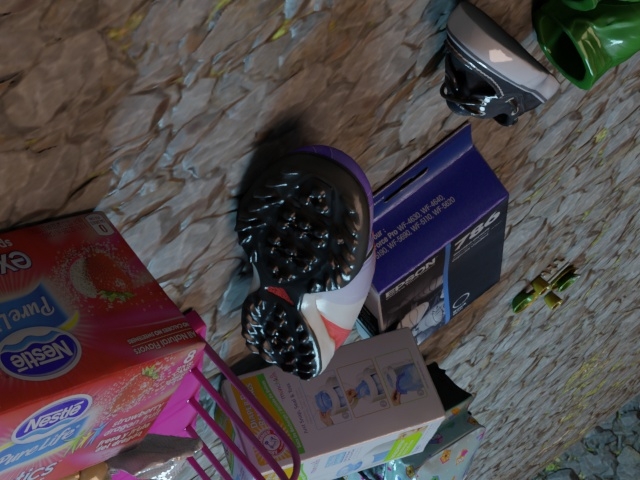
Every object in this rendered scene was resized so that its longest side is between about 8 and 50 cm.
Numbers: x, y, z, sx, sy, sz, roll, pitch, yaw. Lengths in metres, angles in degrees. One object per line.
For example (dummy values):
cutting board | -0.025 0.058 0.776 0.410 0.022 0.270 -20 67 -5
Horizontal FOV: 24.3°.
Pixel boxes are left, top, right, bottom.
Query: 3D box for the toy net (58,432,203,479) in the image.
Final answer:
toy net | -0.200 0.169 1.051 0.232 0.045 0.122 -5 -170 -11

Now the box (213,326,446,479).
box | 0.005 0.177 1.490 0.203 0.103 0.114 -15 158 -16

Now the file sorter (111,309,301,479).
file sorter | -0.146 0.241 1.315 0.202 0.182 0.290 -33 159 -23

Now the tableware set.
tableware set | 0.316 0.073 2.063 0.104 0.024 0.154 -44 161 11

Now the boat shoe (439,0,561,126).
boat shoe | 0.134 -0.132 1.202 0.076 0.080 0.228 -47 168 12

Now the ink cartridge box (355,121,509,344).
ink cartridge box | 0.106 0.016 1.484 0.165 0.065 0.332 -37 160 -8

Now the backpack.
backpack | 0.116 0.271 1.925 0.166 0.144 0.188 -29 155 -34

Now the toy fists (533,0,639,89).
toy fists | 0.252 -0.221 1.191 0.142 0.096 0.279 -41 160 -4

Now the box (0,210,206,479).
box | -0.215 0.084 0.924 0.257 0.128 0.122 -16 149 -50

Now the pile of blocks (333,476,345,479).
pile of blocks | -0.041 0.390 1.947 0.362 0.112 0.149 -30 158 -29

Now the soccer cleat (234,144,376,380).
soccer cleat | 0.000 0.000 1.218 0.116 0.109 0.318 -54 167 -28
